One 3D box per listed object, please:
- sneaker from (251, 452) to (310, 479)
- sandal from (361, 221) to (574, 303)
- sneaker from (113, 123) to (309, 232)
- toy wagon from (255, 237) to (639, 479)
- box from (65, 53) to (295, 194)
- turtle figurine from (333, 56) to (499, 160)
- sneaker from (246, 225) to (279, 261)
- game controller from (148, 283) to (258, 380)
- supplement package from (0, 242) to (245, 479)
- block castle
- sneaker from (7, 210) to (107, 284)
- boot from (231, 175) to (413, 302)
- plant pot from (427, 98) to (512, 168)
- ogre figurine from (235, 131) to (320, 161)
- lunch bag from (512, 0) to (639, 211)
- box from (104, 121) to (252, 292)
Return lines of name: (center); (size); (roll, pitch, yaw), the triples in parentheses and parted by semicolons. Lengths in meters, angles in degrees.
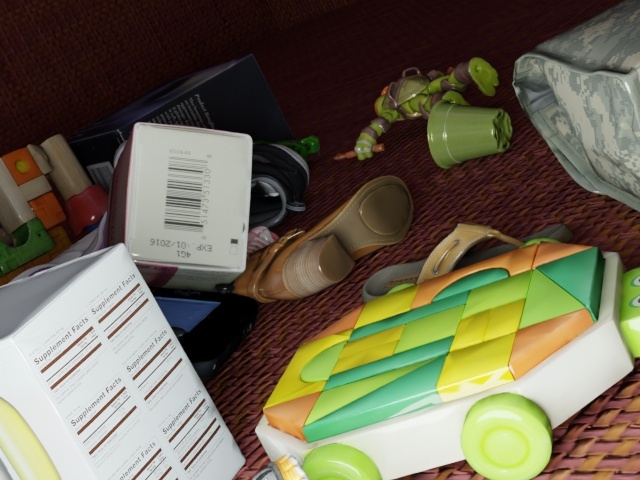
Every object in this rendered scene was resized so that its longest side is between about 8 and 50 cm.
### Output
sneaker: (-0.019, 0.190, 0.701); (0.083, 0.084, 0.215); (-33, 16, -4)
sandal: (0.117, 0.015, 1.098); (0.219, 0.060, 0.090); (-12, 21, 45)
sneaker: (-0.144, -0.081, 1.660); (0.268, 0.101, 0.153); (6, 23, -6)
toy wagon: (0.125, 0.074, 0.869); (0.344, 0.068, 0.267); (-21, 16, 23)
box: (-0.258, -0.169, 2.169); (0.294, 0.183, 0.296); (-34, 16, -30)
turtle figurine: (0.146, -0.204, 1.752); (0.269, 0.087, 0.217); (-36, 17, -31)
sneaker: (-0.078, 0.016, 1.461); (0.070, 0.051, 0.134); (-33, 10, -1)
game controller: (-0.157, 0.080, 1.174); (0.166, 0.067, 0.319); (13, 6, 4)
supplement package: (-0.207, 0.143, 0.950); (0.194, 0.203, 0.149); (-18, 17, 32)
block castle: (-0.547, 0.036, 1.931); (0.303, 0.213, 0.453); (-30, 2, 43)
sneaker: (-0.318, 0.068, 1.663); (0.305, 0.114, 0.152); (-40, -6, -30)
boot: (0.000, 0.000, 1.346); (0.152, 0.073, 0.197); (-18, 14, 46)
plant pot: (0.181, -0.127, 1.470); (0.079, 0.083, 0.083); (0, 28, 34)
ogre figurine: (-0.103, -0.117, 1.883); (0.118, 0.097, 0.197); (9, 48, 48)
lunch bag: (0.322, -0.146, 1.082); (0.235, 0.169, 0.287); (-28, 19, -4)
box: (-0.161, -0.023, 1.356); (0.126, 0.149, 0.232); (5, -13, -15)
